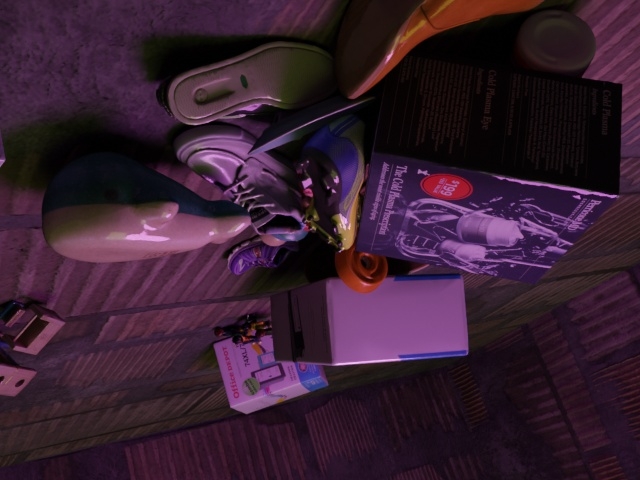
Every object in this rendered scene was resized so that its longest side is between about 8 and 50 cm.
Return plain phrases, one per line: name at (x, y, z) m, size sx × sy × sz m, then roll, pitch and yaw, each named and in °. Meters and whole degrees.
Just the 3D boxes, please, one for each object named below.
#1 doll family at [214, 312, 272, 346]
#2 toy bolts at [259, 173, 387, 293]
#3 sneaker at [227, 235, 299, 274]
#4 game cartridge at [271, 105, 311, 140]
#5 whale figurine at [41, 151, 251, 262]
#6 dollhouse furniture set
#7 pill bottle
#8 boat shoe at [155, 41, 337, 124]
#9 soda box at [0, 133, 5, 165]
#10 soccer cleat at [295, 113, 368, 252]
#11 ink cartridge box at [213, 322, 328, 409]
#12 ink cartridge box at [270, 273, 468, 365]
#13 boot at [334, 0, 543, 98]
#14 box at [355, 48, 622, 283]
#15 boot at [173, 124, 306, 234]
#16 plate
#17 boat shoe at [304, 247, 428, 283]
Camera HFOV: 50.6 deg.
doll family at (-0.200, 0.247, 1.822) m, size 0.193 × 0.075 × 0.111 m, roll -27°, pitch 163°, yaw 28°
toy bolts at (0.000, 0.000, 1.230) m, size 0.229 × 0.218 × 0.158 m, roll 16°, pitch 150°, yaw -28°
sneaker at (-0.116, 0.030, 1.352) m, size 0.170 × 0.071 × 0.068 m, roll -29°, pitch 157°, yaw 26°
game cartridge at (-0.043, -0.171, 0.991) m, size 0.056 × 0.017 × 0.083 m, roll -14°, pitch 159°, yaw -22°
whale figurine at (-0.238, -0.048, 0.934) m, size 0.272 × 0.141 × 0.216 m, roll -1°, pitch 169°, yaw -25°
dollhouse furniture set at (-0.600, 0.187, 1.311) m, size 0.183 × 0.129 × 0.129 m, roll -48°, pitch 160°, yaw -6°
pill bottle at (0.320, -0.237, 1.003) m, size 0.108 × 0.108 × 0.193 m, roll -16°, pitch 159°, yaw -8°
boat shoe at (-0.086, -0.196, 0.838) m, size 0.233 × 0.083 × 0.079 m, roll -17°, pitch -164°, yaw -24°
soda box at (-0.459, -0.110, 0.714) m, size 0.074 × 0.069 × 0.216 m, roll -35°, pitch 155°, yaw 34°
soccer cleat at (0.034, -0.074, 0.995) m, size 0.121 × 0.093 × 0.289 m, roll -48°, pitch 161°, yaw -17°
ink cartridge box at (-0.143, 0.366, 1.990) m, size 0.270 × 0.198 × 0.197 m, roll -20°, pitch 160°, yaw 1°
ink cartridge box at (0.083, 0.171, 1.426) m, size 0.286 × 0.166 × 0.395 m, roll -1°, pitch 172°, yaw -19°
boot at (0.158, -0.271, 0.787) m, size 0.211 × 0.104 × 0.295 m, roll -6°, pitch 152°, yaw -30°
box at (0.227, -0.094, 1.014) m, size 0.313 × 0.178 × 0.343 m, roll 10°, pitch 158°, yaw 3°
boot at (-0.104, -0.080, 1.010) m, size 0.095 × 0.123 × 0.258 m, roll -30°, pitch 156°, yaw 27°
plate at (-0.016, -0.161, 0.908) m, size 0.188 × 0.024 × 0.188 m, roll -24°, pitch -175°, yaw 2°
boat shoe at (0.116, 0.048, 1.555) m, size 0.303 × 0.109 × 0.098 m, roll -14°, pitch 167°, yaw 5°
